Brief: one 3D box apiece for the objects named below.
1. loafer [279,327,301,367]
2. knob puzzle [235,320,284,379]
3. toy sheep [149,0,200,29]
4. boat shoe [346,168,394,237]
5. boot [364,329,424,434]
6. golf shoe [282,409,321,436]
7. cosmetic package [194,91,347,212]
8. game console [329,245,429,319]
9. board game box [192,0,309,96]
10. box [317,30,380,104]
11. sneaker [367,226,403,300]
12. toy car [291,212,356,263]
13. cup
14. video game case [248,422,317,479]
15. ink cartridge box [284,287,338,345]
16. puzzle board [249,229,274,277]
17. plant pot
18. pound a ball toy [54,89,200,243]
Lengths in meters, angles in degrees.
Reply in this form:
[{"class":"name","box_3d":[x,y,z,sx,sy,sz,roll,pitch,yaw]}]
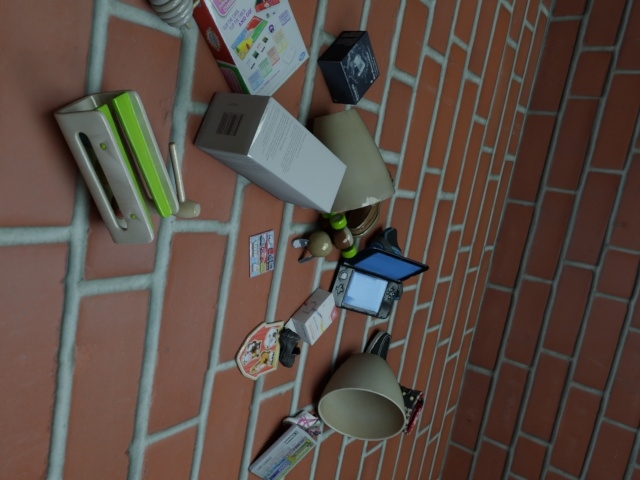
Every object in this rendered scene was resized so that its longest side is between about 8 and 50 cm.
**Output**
[{"class":"loafer","box_3d":[-0.096,0.368,1.602,0.062,0.061,0.170,-47,148,-41]},{"class":"knob puzzle","box_3d":[-0.186,0.350,1.514,0.213,0.030,0.213,-25,123,-46]},{"class":"toy sheep","box_3d":[-0.298,-0.484,0.984,0.091,0.091,0.132,-63,148,-14]},{"class":"boat shoe","box_3d":[0.164,-0.148,1.730,0.307,0.110,0.104,-62,140,-32]},{"class":"boot","box_3d":[0.304,0.601,2.050,0.138,0.284,0.377,27,82,-54]},{"class":"golf shoe","box_3d":[-0.074,0.666,1.777,0.186,0.067,0.086,32,36,-43]},{"class":"cosmetic package","box_3d":[-0.114,-0.214,1.245,0.365,0.197,0.155,29,79,-55]},{"class":"game console","box_3d":[0.211,0.162,1.766,0.293,0.173,0.250,19,89,-29]},{"class":"board game box","box_3d":[-0.166,-0.517,1.162,0.242,0.064,0.316,-53,140,-26]},{"class":"box","box_3d":[0.090,-0.527,1.479,0.158,0.093,0.156,-54,140,-23]},{"class":"sneaker","box_3d":[0.294,0.103,1.977,0.139,0.125,0.341,-47,138,-34]},{"class":"toy car","box_3d":[0.000,0.000,1.576,0.188,0.149,0.155,-28,127,-9]},{"class":"cup","box_3d":[0.173,0.584,1.890,0.237,0.331,0.331,-72,155,-51]},{"class":"video game case","box_3d":[-0.128,0.758,1.710,0.212,0.023,0.193,-42,137,-11]},{"class":"ink cartridge box","box_3d":[-0.030,0.274,1.660,0.198,0.067,0.115,-45,136,-33]},{"class":"puzzle board","box_3d":[-0.171,0.040,1.426,0.096,0.011,0.128,-21,119,-48]},{"class":"plant pot","box_3d":[0.076,-0.251,1.470,0.256,0.256,0.274,-28,110,-45]},{"class":"pound a ball toy","box_3d":[-0.386,-0.141,0.993,0.208,0.135,0.319,-69,154,-53]}]
